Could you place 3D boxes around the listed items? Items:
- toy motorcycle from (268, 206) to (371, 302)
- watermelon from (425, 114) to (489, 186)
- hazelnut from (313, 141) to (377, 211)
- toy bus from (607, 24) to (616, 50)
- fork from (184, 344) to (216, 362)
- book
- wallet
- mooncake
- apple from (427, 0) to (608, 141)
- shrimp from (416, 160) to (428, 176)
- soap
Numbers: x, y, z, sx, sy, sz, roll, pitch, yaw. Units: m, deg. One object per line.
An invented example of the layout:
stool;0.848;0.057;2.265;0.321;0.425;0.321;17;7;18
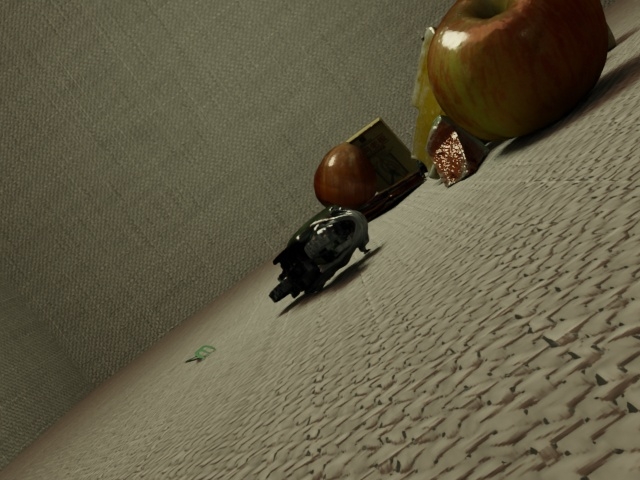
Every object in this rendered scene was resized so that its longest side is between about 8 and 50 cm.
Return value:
toy motorcycle;-0.001;0.025;1.091;0.159;0.106;0.270;-35;-9;-35
watermelon;0.274;-0.150;1.181;0.098;0.121;0.158;-51;41;30
hazelnut;0.069;-0.170;1.679;0.177;0.214;0.214;-1;10;7
toy bus;0.544;-0.433;1.458;0.290;0.139;0.157;-33;9;11
fork;-0.294;0.267;1.401;0.039;0.021;0.235;-36;3;-30
book;0.181;-0.239;1.773;0.161;0.231;0.026;-34;34;24
wallet;0.172;-0.105;1.576;0.161;0.042;0.195;-31;-4;-34
mooncake;0.000;0.000;1.367;0.168;0.104;0.175;-32;7;16
apple;0.341;-0.308;1.043;0.302;0.301;0.301;-37;4;3
shrimp;0.300;-0.220;1.553;0.174;0.076;0.082;-33;28;49
soap;0.380;-0.300;1.319;0.339;0.304;0.169;-6;29;-23
